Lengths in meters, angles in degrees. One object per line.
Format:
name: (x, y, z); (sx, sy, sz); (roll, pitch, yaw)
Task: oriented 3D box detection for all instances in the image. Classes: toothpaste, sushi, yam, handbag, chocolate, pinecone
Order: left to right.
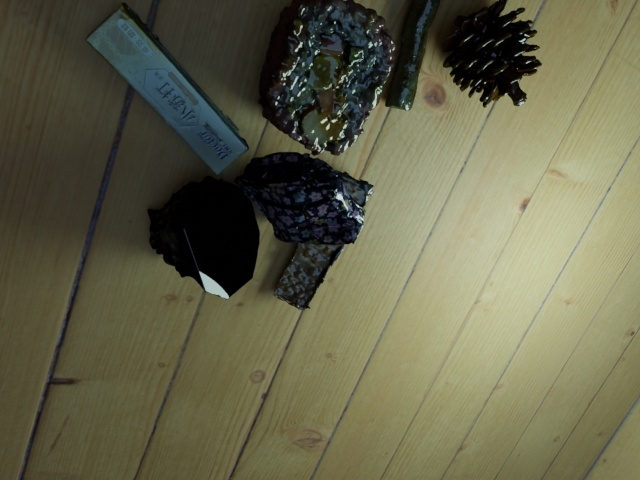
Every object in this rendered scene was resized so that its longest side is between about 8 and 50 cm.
toothpaste: (-0.259, -0.259, 0.895); (0.089, 0.071, 0.313); (-40, 122, 4)
chocolate: (-0.251, -0.011, 0.994); (0.176, 0.206, 0.224); (-2, 112, 29)
handbag: (-0.039, -0.082, 0.979); (0.208, 0.228, 0.127); (59, 45, -45)
chocolate: (0.002, 0.000, 1.124); (0.102, 0.065, 0.330); (26, 102, -10)
sushi: (0.007, -0.300, 0.921); (0.236, 0.171, 0.270); (12, 111, -26)
yam: (0.187, -0.391, 1.012); (0.061, 0.061, 0.253); (5, 111, -23)
pinecone: (0.355, -0.373, 1.025); (0.185, 0.169, 0.212); (-37, 109, 14)
